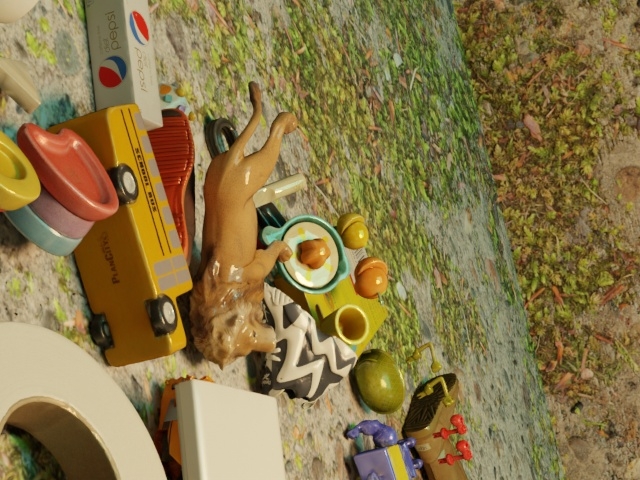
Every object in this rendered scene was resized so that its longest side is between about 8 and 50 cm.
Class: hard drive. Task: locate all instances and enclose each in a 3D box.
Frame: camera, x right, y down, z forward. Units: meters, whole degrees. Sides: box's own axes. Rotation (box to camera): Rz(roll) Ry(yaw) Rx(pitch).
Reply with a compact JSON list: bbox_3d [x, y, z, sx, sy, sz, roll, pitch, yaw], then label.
[{"bbox_3d":[-0.108,0.351,1.729,0.203,0.040,0.307,24,53,-55],"label":"hard drive"}]

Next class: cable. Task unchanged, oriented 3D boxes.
[{"bbox_3d":[-0.130,-0.060,2.170,0.287,0.072,0.139,55,45,-16],"label":"cable"}]

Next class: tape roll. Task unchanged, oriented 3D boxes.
[{"bbox_3d":[-0.305,0.276,1.417,0.392,0.072,0.392,46,28,-33],"label":"tape roll"}]

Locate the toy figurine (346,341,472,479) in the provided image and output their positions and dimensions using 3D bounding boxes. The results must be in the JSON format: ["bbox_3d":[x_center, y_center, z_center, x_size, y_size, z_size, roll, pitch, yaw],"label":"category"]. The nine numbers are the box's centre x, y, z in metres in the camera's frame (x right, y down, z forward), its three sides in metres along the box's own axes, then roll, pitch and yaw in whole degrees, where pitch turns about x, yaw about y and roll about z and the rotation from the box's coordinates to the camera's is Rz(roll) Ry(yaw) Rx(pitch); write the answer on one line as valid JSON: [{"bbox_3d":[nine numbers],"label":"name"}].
[{"bbox_3d":[0.142,0.382,2.348,0.217,0.191,0.362,-19,94,-62],"label":"toy figurine"}]

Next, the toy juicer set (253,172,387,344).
[{"bbox_3d":[0.000,0.000,2.144,0.329,0.089,0.209,49,55,-12],"label":"toy juicer set"}]

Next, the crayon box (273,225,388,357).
[{"bbox_3d":[0.015,0.111,2.332,0.202,0.081,0.318,70,23,-12],"label":"crayon box"}]

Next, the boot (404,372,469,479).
[{"bbox_3d":[0.267,0.447,2.720,0.236,0.089,0.269,-50,124,-50],"label":"boot"}]

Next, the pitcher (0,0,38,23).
[{"bbox_3d":[-0.436,-0.332,1.533,0.207,0.125,0.177,41,60,-38],"label":"pitcher"}]

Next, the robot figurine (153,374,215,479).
[{"bbox_3d":[-0.164,0.342,1.778,0.211,0.085,0.291,43,39,-50],"label":"robot figurine"}]

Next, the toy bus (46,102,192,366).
[{"bbox_3d":[-0.263,-0.007,1.731,0.130,0.108,0.332,-27,101,-68],"label":"toy bus"}]

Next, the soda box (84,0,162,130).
[{"bbox_3d":[-0.286,-0.264,1.877,0.074,0.069,0.216,20,59,-64],"label":"soda box"}]

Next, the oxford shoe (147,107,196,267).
[{"bbox_3d":[-0.226,-0.063,1.896,0.098,0.097,0.271,74,16,-65],"label":"oxford shoe"}]

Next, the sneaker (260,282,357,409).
[{"bbox_3d":[-0.074,0.177,2.077,0.235,0.094,0.153,40,76,-10],"label":"sneaker"}]

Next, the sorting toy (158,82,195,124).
[{"bbox_3d":[-0.237,-0.191,1.996,0.075,0.045,0.083,-47,121,-41],"label":"sorting toy"}]

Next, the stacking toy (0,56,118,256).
[{"bbox_3d":[-0.402,-0.103,1.532,0.279,0.130,0.309,55,14,19],"label":"stacking toy"}]

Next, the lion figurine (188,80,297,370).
[{"bbox_3d":[-0.127,-0.022,1.930,0.240,0.142,0.392,-44,132,-61],"label":"lion figurine"}]
